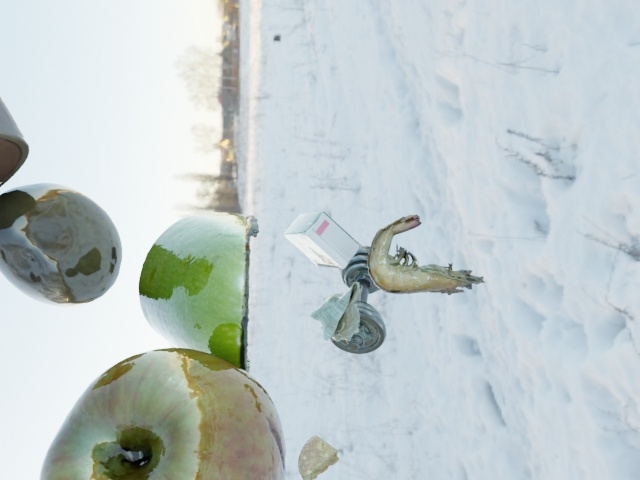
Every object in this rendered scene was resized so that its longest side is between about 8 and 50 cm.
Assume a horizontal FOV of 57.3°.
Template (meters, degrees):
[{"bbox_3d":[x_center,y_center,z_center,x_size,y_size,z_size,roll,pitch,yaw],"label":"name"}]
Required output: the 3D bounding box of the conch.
[{"bbox_3d":[0.032,0.187,1.456,0.137,0.114,0.233,-54,-27,-21],"label":"conch"}]

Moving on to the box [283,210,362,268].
[{"bbox_3d":[0.000,0.000,1.489,0.081,0.135,0.199,-52,16,-15],"label":"box"}]

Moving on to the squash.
[{"bbox_3d":[-0.124,0.076,0.853,0.309,0.210,0.233,6,92,52],"label":"squash"}]

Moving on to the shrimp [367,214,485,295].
[{"bbox_3d":[0.161,0.022,0.897,0.034,0.179,0.124,6,-97,-86],"label":"shrimp"}]

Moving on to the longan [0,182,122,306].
[{"bbox_3d":[-0.488,0.005,1.073,0.246,0.246,0.214,135,153,-79],"label":"longan"}]

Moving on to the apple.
[{"bbox_3d":[-0.159,0.255,0.649,0.264,0.265,0.264,-178,90,-82],"label":"apple"}]

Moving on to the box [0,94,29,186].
[{"bbox_3d":[-0.653,-0.182,0.925,0.216,0.301,0.301,61,166,9],"label":"box"}]

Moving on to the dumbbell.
[{"bbox_3d":[0.124,0.175,1.788,0.406,0.179,0.179,-76,-5,-51],"label":"dumbbell"}]

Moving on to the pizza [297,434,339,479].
[{"bbox_3d":[-0.005,0.673,1.798,0.046,0.134,0.175,69,-153,-22],"label":"pizza"}]
